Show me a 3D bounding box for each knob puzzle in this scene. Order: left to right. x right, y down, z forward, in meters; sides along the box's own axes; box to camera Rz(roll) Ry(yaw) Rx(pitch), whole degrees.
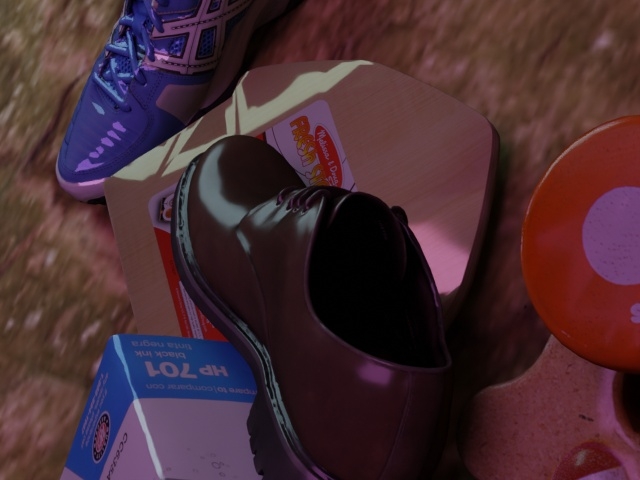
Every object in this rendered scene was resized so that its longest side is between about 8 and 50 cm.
[{"bbox_3d":[0.000,0.000,0.725,0.213,0.030,0.213,-12,64,26],"label":"knob puzzle"}]

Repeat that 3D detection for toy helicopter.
[{"bbox_3d":[0.122,0.147,0.534,0.235,0.140,0.355,41,106,31],"label":"toy helicopter"}]

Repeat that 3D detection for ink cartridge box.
[{"bbox_3d":[-0.044,0.147,0.599,0.139,0.082,0.190,-68,28,26],"label":"ink cartridge box"}]

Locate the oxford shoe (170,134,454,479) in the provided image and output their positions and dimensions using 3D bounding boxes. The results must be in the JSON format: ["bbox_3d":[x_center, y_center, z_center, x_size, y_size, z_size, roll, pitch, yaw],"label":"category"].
[{"bbox_3d":[0.003,0.011,0.622,0.227,0.083,0.096,58,133,50],"label":"oxford shoe"}]

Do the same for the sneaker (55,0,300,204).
[{"bbox_3d":[-0.077,-0.115,0.801,0.080,0.081,0.211,35,92,39],"label":"sneaker"}]
